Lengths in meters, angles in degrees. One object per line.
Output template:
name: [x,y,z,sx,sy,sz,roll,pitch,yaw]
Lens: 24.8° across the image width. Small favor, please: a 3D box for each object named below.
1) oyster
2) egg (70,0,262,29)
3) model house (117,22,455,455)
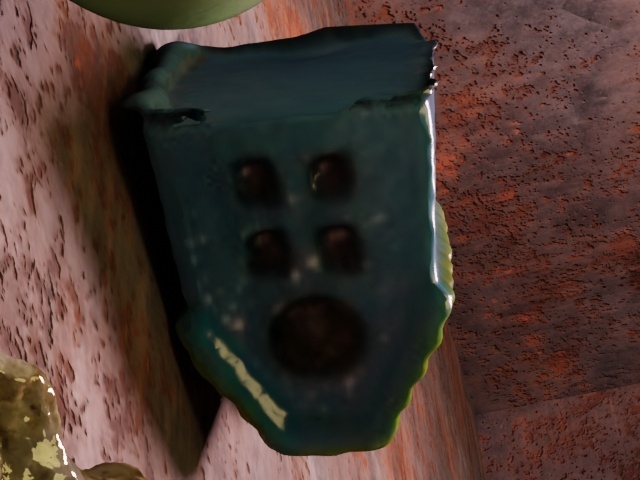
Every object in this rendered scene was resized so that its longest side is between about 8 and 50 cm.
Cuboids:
oyster: [-0.109,0.138,0.592,0.163,0.081,0.191,-72,145,-65]
egg: [-0.089,-0.237,0.754,0.220,0.220,0.270,-92,166,-51]
model house: [0.000,0.000,1.079,0.237,0.215,0.303,-80,160,-70]
